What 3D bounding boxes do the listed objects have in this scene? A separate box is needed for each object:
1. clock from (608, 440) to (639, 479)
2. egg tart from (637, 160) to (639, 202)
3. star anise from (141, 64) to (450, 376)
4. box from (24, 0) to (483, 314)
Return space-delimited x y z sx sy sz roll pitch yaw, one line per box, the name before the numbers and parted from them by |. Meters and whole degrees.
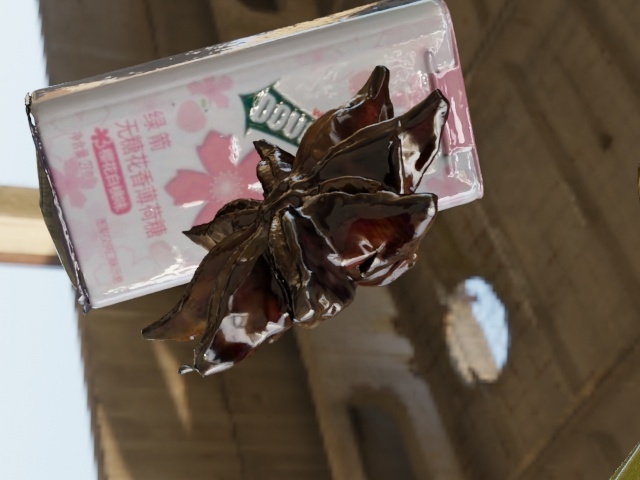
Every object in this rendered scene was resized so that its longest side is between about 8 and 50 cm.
clock | 0.276 0.189 0.918 0.143 0.202 0.096 38 -77 21
egg tart | 0.184 -0.037 0.167 0.345 0.132 0.345 -40 -142 41
star anise | 0.000 0.000 0.893 0.272 0.102 0.272 -36 -155 20
box | -0.059 -0.079 1.151 0.112 0.369 0.190 -124 -159 -71
